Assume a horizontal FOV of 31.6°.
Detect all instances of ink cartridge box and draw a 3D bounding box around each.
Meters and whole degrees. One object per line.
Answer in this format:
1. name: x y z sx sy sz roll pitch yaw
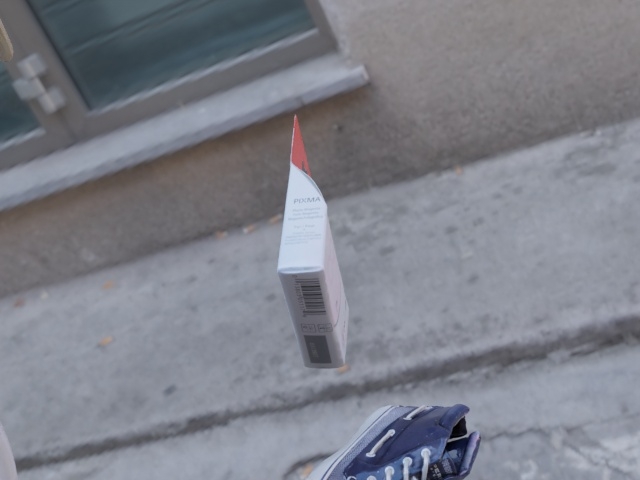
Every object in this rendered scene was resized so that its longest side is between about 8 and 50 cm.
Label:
1. ink cartridge box: 0.000 0.000 1.297 0.066 0.189 0.232 1 51 12

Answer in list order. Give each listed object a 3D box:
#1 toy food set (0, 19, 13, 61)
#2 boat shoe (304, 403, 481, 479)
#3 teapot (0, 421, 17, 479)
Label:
1. toy food set: -0.316 -0.141 0.760 0.192 0.132 0.038 -10 45 8
2. boat shoe: 0.094 0.328 1.530 0.158 0.127 0.340 -13 21 36
3. teapot: -0.322 0.167 0.666 0.187 0.253 0.256 8 20 34
